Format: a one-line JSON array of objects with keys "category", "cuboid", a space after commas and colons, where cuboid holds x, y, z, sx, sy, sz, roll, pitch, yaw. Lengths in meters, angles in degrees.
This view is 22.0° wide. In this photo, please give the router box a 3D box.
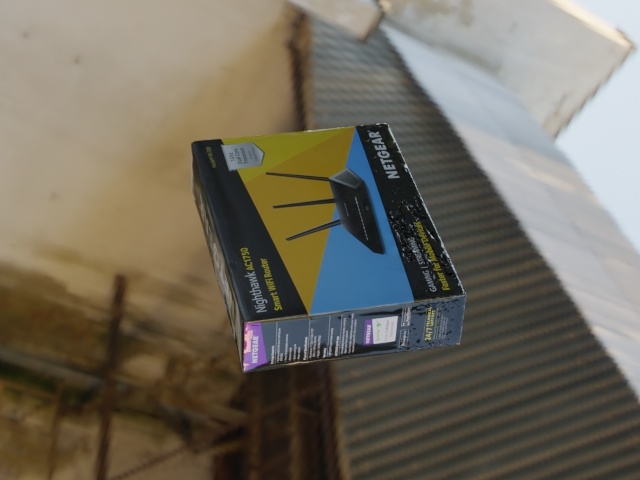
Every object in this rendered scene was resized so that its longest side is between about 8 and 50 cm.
[{"category": "router box", "cuboid": [0.000, 0.000, 1.011, 0.179, 0.133, 0.046, -111, -161, -49]}]
